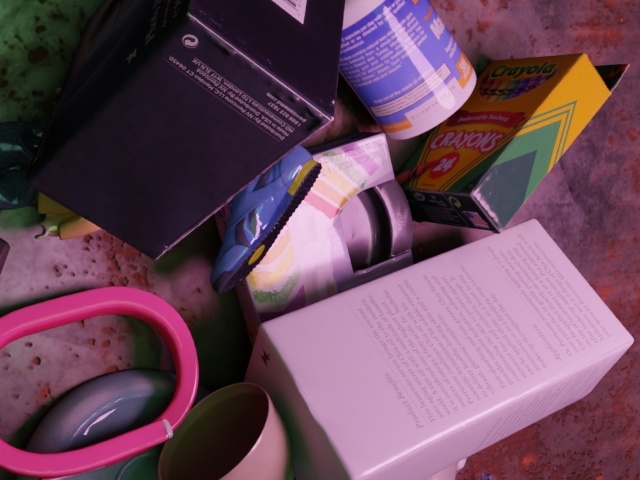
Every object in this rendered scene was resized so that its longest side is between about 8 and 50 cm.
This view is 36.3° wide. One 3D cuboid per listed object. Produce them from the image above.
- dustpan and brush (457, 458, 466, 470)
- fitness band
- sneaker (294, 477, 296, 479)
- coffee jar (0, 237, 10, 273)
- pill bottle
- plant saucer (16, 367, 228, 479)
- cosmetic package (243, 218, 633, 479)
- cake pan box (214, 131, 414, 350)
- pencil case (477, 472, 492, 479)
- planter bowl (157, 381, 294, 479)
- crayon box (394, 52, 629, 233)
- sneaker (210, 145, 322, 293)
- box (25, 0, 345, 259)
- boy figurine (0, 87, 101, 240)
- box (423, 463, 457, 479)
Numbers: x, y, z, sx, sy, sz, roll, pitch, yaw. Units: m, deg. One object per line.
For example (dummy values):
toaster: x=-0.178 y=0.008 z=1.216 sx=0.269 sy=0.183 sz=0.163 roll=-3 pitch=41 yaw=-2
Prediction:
dustpan and brush: x=0.251 y=0.274 z=1.512 sx=0.147 sy=0.060 sz=0.211 roll=30 pitch=75 yaw=-41
fitness band: x=-0.284 y=0.167 z=1.158 sx=0.291 sy=0.054 sz=0.209 roll=-15 pitch=77 yaw=-28
sneaker: x=-0.009 y=0.415 z=1.354 sx=0.148 sy=0.131 sz=0.350 roll=-11 pitch=103 yaw=-11
coffee jar: x=-0.446 y=0.011 z=1.082 sx=0.184 sy=0.079 sz=0.096 roll=24 pitch=82 yaw=-28
pill bottle: x=0.075 y=-0.280 z=1.288 sx=0.152 sy=0.152 sz=0.272 roll=-46 pitch=115 yaw=-16
plant saucer: x=-0.212 y=0.314 z=1.206 sx=0.317 sy=0.044 sz=0.317 roll=9 pitch=71 yaw=-27
cosmetic package: x=0.154 y=0.162 z=1.284 sx=0.453 sy=0.161 sz=0.230 roll=-19 pitch=60 yaw=-27
cake pan box: x=0.000 y=0.000 z=1.331 sx=0.267 sy=0.070 sz=0.245 roll=-19 pitch=107 yaw=-25
pencil case: x=0.171 y=0.412 z=1.454 sx=0.236 sy=0.104 sz=0.104 roll=-2 pitch=97 yaw=-29
planter bowl: x=-0.098 y=0.267 z=1.175 sx=0.162 sy=0.162 sz=0.109 roll=-47 pitch=119 yaw=-16
crayon box: x=0.263 y=-0.159 z=1.378 sx=0.318 sy=0.202 sz=0.081 roll=-49 pitch=115 yaw=-16
sneaker: x=-0.086 y=-0.034 z=1.216 sx=0.082 sy=0.069 sz=0.209 roll=34 pitch=91 yaw=9
box: x=-0.137 y=-0.189 z=1.040 sx=0.183 sy=0.294 sz=0.296 roll=33 pitch=41 yaw=-26
boy figurine: x=-0.290 y=-0.089 z=1.149 sx=0.285 sy=0.092 sz=0.177 roll=0 pitch=96 yaw=-29
box: x=0.123 y=0.341 z=1.325 sx=0.275 sy=0.094 sz=0.113 roll=-67 pitch=149 yaw=-54
